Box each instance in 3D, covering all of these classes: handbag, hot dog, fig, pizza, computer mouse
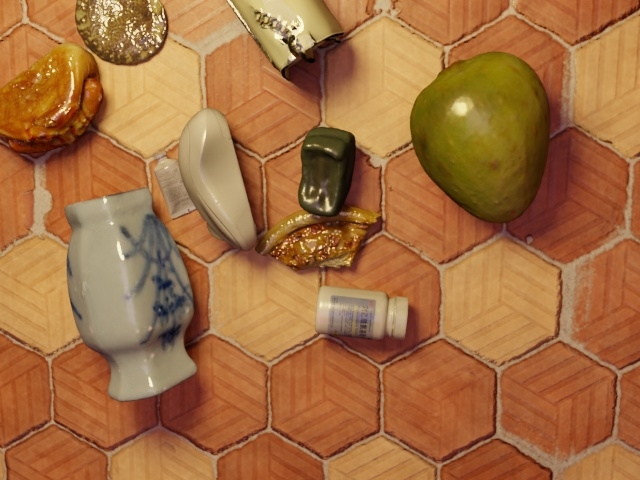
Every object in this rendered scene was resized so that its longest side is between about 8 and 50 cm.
[{"bbox_3d":[-0.114,-0.491,1.430,0.160,0.237,0.359,-34,95,12],"label":"handbag"},{"bbox_3d":[-0.546,-0.270,1.557,0.256,0.150,0.153,-33,86,9],"label":"hot dog"},{"bbox_3d":[0.307,-0.182,1.441,0.258,0.258,0.326,-18,110,8],"label":"fig"},{"bbox_3d":[-0.005,-0.005,1.596,0.270,0.056,0.134,-4,91,7],"label":"pizza"},{"bbox_3d":[-0.213,-0.115,1.532,0.121,0.184,0.297,-14,100,-10],"label":"computer mouse"}]

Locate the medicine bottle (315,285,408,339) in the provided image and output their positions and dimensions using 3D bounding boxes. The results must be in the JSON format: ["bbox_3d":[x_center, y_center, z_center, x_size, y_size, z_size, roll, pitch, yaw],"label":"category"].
[{"bbox_3d":[0.086,0.152,1.591,0.186,0.103,0.103,6,100,4],"label":"medicine bottle"}]

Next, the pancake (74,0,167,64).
[{"bbox_3d":[-0.408,-0.457,1.572,0.199,0.021,0.199,1,99,5],"label":"pancake"}]

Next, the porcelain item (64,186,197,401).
[{"bbox_3d":[-0.381,0.105,1.557,0.178,0.242,0.405,-7,98,32],"label":"porcelain item"}]

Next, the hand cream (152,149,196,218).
[{"bbox_3d":[-0.308,-0.122,1.613,0.084,0.053,0.142,-22,112,9],"label":"hand cream"}]

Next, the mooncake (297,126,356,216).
[{"bbox_3d":[0.009,-0.136,1.518,0.104,0.168,0.175,10,85,5],"label":"mooncake"}]
